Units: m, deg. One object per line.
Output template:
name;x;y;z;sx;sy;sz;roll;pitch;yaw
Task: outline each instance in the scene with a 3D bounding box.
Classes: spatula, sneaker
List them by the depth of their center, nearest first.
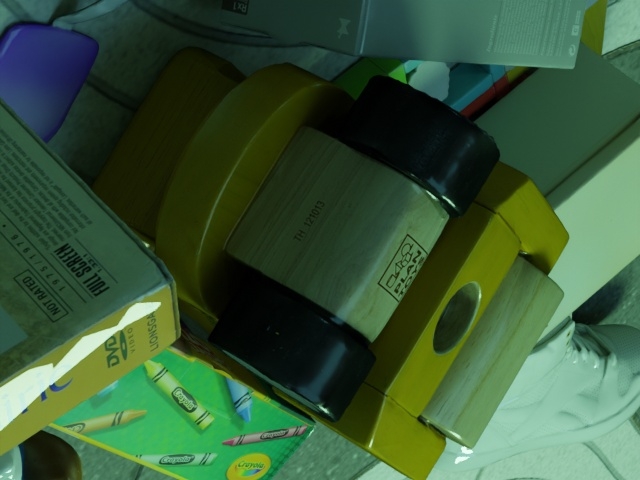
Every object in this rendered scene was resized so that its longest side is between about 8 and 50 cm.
spatula;-0.115;-0.155;1.152;0.296;0.030;0.084;-44;152;26
sneaker;0.222;0.101;1.780;0.292;0.108;0.169;-18;140;-37

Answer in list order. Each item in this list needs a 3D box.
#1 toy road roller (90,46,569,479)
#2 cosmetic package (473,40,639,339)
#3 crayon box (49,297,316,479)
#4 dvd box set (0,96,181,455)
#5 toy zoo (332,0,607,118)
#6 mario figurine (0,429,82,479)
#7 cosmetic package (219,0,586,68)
toy road roller;0.000;0.000;1.279;0.202;0.240;0.329;-58;151;-5
cosmetic package;0.131;0.005;1.511;0.309;0.113;0.160;-41;147;-12
crayon box;-0.136;0.068;1.269;0.081;0.165;0.278;-50;148;3
dvd box set;-0.321;0.047;0.899;0.420;0.307;0.062;-33;147;-23
toy zoo;0.127;-0.129;1.495;0.293;0.030;0.192;-38;146;-15
mario figurine;-0.282;0.227;1.253;0.320;0.170;0.198;-14;101;-52
cosmetic package;0.061;-0.171;1.269;0.238;0.127;0.107;1;103;-51
